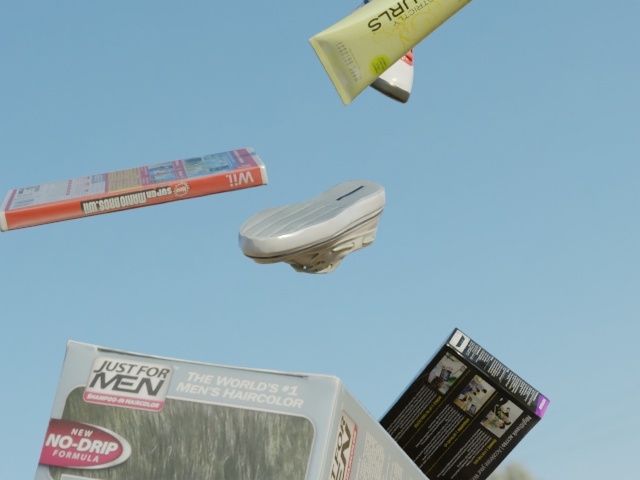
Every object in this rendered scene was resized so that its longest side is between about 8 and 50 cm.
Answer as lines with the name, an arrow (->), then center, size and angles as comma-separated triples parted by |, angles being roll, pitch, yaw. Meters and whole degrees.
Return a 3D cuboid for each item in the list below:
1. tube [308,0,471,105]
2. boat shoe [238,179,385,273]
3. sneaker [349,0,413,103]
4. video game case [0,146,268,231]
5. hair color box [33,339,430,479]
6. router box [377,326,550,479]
tube -> 0.101, -0.248, 1.958 | 0.240, 0.070, 0.062 | -37, -8, -11
boat shoe -> 0.000, 0.000, 1.842 | 0.083, 0.075, 0.226 | 12, 21, 35
sneaker -> 0.103, -0.300, 2.555 | 0.090, 0.270, 0.145 | 29, -74, -19
video game case -> -0.207, -0.058, 1.985 | 0.285, 0.025, 0.204 | -11, 9, -5
hair color box -> -0.036, 0.186, 1.251 | 0.185, 0.113, 0.374 | 6, -19, 18
router box -> 0.146, 0.202, 1.983 | 0.179, 0.133, 0.046 | -53, -3, 30
